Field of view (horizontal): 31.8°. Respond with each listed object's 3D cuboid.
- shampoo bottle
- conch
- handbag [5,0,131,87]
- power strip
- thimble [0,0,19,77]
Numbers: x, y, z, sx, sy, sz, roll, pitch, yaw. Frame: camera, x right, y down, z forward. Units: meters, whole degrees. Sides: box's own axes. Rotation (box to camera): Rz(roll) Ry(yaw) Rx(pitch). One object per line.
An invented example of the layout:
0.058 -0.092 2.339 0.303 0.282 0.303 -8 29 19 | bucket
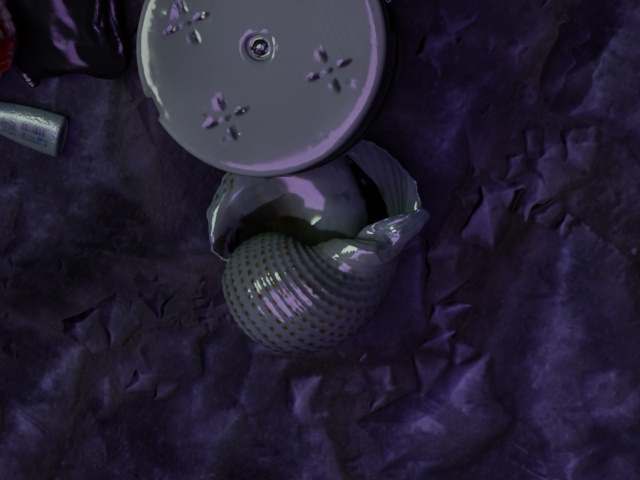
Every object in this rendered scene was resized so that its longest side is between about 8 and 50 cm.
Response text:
-0.490 -0.189 1.749 0.190 0.041 0.069 18 120 2 | shampoo bottle
-0.001 0.005 1.650 0.319 0.215 0.303 -21 75 1 | conch
-0.378 -0.381 1.630 0.191 0.075 0.332 4 116 13 | handbag
-0.054 -0.257 1.503 0.357 0.161 0.358 1 97 11 | power strip
-0.535 -0.287 1.624 0.189 0.163 0.125 -36 79 43 | thimble
